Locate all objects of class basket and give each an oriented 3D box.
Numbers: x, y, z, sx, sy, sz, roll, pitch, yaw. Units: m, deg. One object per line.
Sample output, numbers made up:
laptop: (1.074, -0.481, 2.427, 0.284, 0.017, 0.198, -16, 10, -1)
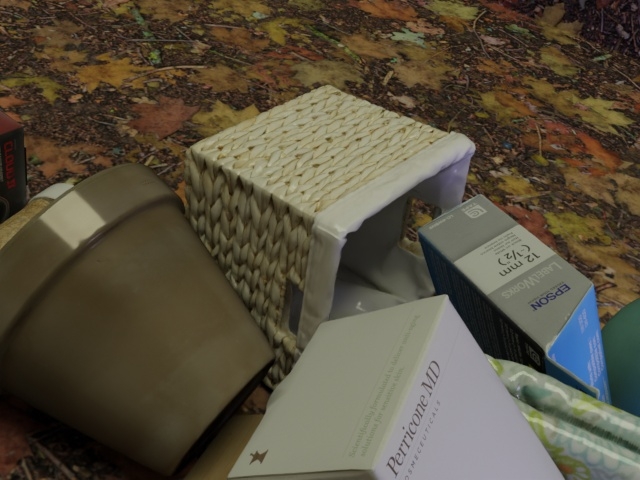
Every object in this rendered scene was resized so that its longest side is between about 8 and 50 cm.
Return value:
basket: (0.000, 0.000, 1.136, 0.266, 0.328, 0.331, 28, 40, 25)

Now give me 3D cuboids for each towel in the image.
towel: (0.274, 0.284, 0.856, 0.374, 0.320, 0.090, 23, 49, 13)

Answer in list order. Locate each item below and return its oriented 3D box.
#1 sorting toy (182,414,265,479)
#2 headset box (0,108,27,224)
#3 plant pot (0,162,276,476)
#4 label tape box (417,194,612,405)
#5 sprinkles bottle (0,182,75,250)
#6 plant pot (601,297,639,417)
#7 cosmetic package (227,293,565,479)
sorting toy: (-0.044, 0.300, 0.847, 0.255, 0.089, 0.257, -10, 26, 34)
headset box: (-0.539, -0.058, 1.127, 0.110, 0.218, 0.293, 33, 41, 22)
plant pot: (-0.215, 0.115, 0.969, 0.280, 0.323, 0.323, 40, 42, 7)
label tape box: (0.272, 0.133, 0.998, 0.115, 0.249, 0.347, -30, 38, -9)
sprinkles bottle: (-0.440, 0.053, 1.097, 0.121, 0.121, 0.355, 23, 39, 13)
plant pot: (0.498, 0.203, 1.071, 0.293, 0.293, 0.235, -8, 27, -25)
cosmetic package: (0.109, 0.252, 0.712, 0.155, 0.365, 0.197, -16, 29, 38)
